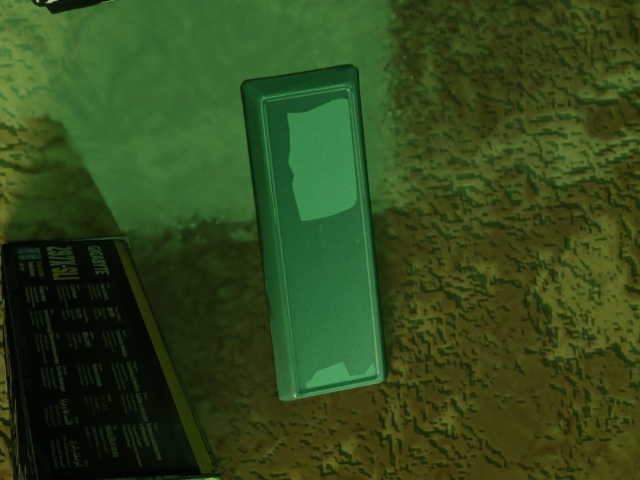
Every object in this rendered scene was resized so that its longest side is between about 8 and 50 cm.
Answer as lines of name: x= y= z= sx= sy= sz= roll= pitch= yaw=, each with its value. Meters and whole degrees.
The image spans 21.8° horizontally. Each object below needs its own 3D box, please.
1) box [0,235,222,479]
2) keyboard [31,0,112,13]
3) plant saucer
box: x=-0.106 y=0.165 z=0.795 sx=0.079 sy=0.322 sz=0.257 roll=-2 pitch=106 yaw=-13
keyboard: x=-0.035 y=-0.227 z=0.777 sx=0.317 sy=0.033 sz=0.201 roll=-11 pitch=120 yaw=17
plant saucer: x=0.000 y=0.000 z=0.936 sx=0.067 sy=0.018 sz=0.192 roll=-10 pitch=108 yaw=-12
